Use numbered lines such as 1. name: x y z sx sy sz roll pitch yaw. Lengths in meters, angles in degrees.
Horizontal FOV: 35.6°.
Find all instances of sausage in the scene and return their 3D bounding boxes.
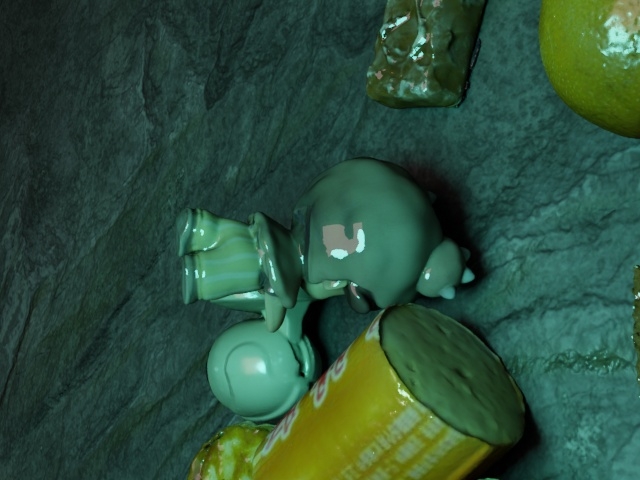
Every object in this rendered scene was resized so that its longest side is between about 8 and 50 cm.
1. sausage: 0.084 0.250 1.268 0.287 0.233 0.233 -48 48 27

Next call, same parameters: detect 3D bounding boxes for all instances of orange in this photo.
1. orange: 0.363 -0.241 1.097 0.264 0.264 0.264 -16 68 44

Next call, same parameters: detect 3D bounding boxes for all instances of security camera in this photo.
1. security camera: -0.084 0.136 1.526 0.191 0.197 0.277 -7 83 41

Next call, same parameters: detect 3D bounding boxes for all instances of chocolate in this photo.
1. chocolate: 0.150 -0.299 1.448 0.148 0.093 0.214 7 84 47

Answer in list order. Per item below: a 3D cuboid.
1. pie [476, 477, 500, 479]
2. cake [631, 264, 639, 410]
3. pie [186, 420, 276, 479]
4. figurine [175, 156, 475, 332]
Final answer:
1. pie: 0.229 0.373 1.129 0.240 0.054 0.241 25 129 35
2. cake: 0.407 0.132 1.069 0.116 0.112 0.295 -22 52 37
3. pie: -0.093 0.432 1.520 0.315 0.092 0.315 -11 73 41
4. figurine: -0.001 0.000 1.333 0.248 0.380 0.203 -114 20 -53
